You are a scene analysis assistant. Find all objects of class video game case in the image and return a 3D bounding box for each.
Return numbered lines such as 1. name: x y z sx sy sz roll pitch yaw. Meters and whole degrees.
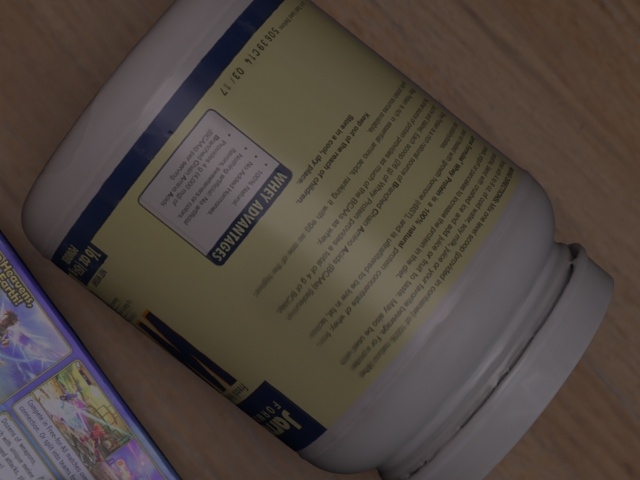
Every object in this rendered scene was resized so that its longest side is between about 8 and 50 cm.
1. video game case: -0.252 0.150 1.200 0.244 0.061 0.269 -36 92 -6

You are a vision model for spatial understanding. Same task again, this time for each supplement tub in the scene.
1. supplement tub: 0.000 0.000 1.147 0.325 0.235 0.235 38 84 -3
